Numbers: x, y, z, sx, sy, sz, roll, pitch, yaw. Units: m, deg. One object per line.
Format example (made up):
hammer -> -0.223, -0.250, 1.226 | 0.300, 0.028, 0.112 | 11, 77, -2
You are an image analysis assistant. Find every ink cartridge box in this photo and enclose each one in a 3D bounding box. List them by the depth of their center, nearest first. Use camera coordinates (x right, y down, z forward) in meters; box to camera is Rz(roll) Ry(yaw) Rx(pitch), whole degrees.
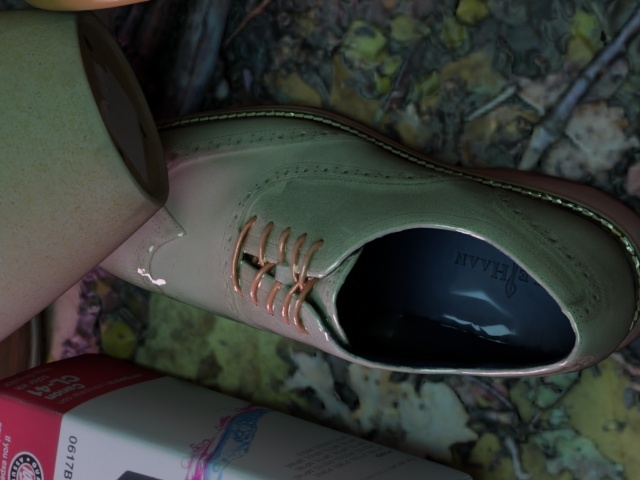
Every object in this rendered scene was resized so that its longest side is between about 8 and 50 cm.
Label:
ink cartridge box -> -0.075, 0.222, 1.168 | 0.306, 0.131, 0.226 | 14, 103, 31

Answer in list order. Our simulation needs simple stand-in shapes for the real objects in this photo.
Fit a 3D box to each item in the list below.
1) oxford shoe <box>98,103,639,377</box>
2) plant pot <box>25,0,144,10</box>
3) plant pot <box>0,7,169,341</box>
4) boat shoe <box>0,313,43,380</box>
oxford shoe -> 0.000, 0.000, 1.108 | 0.397, 0.146, 0.140 | 7, 105, 22
plant pot -> -0.105, -0.261, 1.050 | 0.291, 0.291, 0.203 | -6, 114, 23
plant pot -> -0.240, -0.029, 1.095 | 0.274, 0.256, 0.256 | -21, 92, 9
boat shoe -> -0.276, 0.126, 1.262 | 0.123, 0.116, 0.324 | 13, 105, 19
